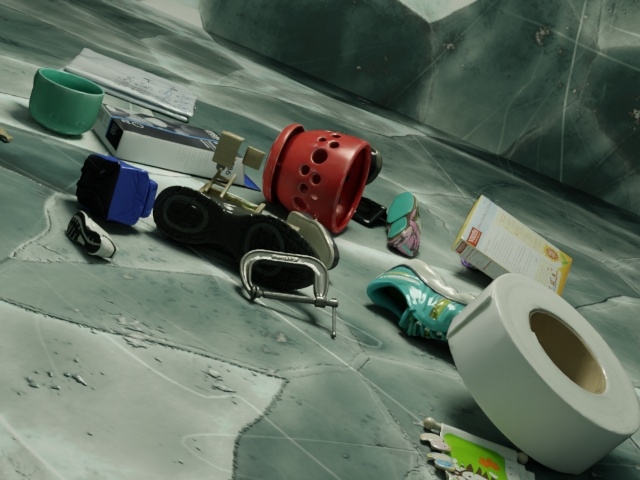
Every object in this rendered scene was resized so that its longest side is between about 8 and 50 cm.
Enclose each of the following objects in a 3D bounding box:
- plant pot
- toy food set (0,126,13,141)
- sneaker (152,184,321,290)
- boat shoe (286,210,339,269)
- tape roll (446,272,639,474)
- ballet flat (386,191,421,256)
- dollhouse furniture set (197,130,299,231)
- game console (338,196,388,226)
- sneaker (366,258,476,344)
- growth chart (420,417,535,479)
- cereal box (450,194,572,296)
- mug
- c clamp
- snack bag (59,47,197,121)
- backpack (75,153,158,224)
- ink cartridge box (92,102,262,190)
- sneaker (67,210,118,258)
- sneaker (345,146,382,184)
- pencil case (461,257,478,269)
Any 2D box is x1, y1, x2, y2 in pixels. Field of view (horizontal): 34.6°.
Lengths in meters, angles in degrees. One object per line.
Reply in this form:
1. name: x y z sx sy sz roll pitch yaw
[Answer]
1. plant pot: -0.012 -0.128 2.015 0.174 0.191 0.191 19 15 12
2. toy food set: -0.596 -0.199 1.762 0.122 0.019 0.078 37 20 18
3. sneaker: -0.124 -0.013 1.656 0.286 0.109 0.130 28 7 5
4. boat shoe: 0.000 0.000 1.818 0.064 0.075 0.206 11 15 -25
5. tape roll: 0.315 0.182 1.445 0.286 0.100 0.286 32 29 -21
6. ballet flat: 0.181 -0.026 2.154 0.079 0.076 0.221 54 19 -17
7. dollhouse furniture set: -0.113 -0.079 1.760 0.181 0.161 0.101 22 16 2
8. game console: 0.081 -0.063 2.235 0.122 0.071 0.107 28 47 22
9. sneaker: 0.184 0.132 1.652 0.110 0.107 0.275 -19 38 -33
10. growth chart: 0.214 0.296 1.258 0.171 0.021 0.237 19 15 -14
11. cereal box: 0.397 0.028 2.114 0.240 0.047 0.173 35 41 0
12. mug: -0.488 -0.262 1.956 0.129 0.097 0.158 16 17 -19
13. c clamp: -0.047 0.070 1.546 0.160 0.022 0.137 12 51 -5
14. snack bag: -0.455 -0.391 2.520 0.323 0.037 0.342 20 16 -9
15. backpack: -0.322 -0.078 1.607 0.120 0.098 0.101 21 1 44
16. ink cartridge box: -0.277 -0.187 2.067 0.332 0.065 0.165 12 19 -35
17. sneaker: -0.328 -0.005 1.476 0.043 0.040 0.109 29 10 -47
18. sneaker: 0.031 -0.161 2.260 0.130 0.087 0.227 -1 -1 -38
19. pencil case: 0.404 0.040 2.203 0.206 0.088 0.086 15 16 -22
